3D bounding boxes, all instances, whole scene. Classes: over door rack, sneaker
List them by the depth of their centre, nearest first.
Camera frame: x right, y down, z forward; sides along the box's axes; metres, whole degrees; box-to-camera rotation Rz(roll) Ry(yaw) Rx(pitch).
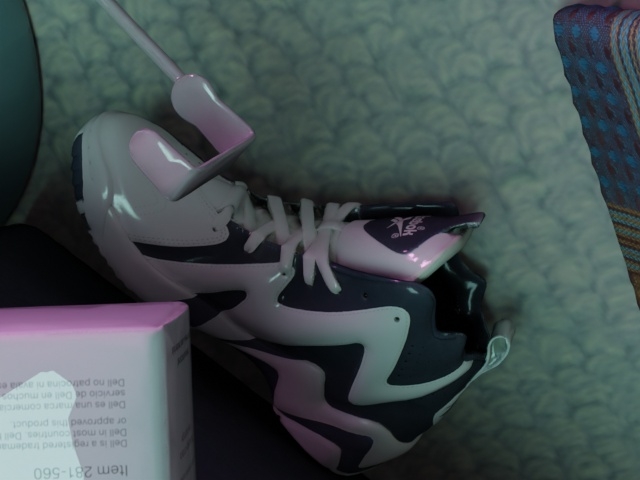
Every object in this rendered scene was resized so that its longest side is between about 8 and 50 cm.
[{"bbox_3d":[-0.062,-0.214,0.649,0.324,0.108,0.239,53,126,15],"label":"over door rack"},{"bbox_3d":[0.000,0.000,0.764,0.153,0.094,0.235,-35,100,32],"label":"sneaker"}]

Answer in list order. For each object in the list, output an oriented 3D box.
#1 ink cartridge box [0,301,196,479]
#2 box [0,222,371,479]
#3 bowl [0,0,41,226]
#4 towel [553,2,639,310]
[{"bbox_3d":[-0.124,0.137,0.561,0.160,0.092,0.219,-2,93,2],"label":"ink cartridge box"},{"bbox_3d":[-0.129,0.321,0.762,0.480,0.297,0.472,38,96,0],"label":"box"},{"bbox_3d":[-0.321,-0.079,0.815,0.311,0.163,0.312,9,120,17],"label":"bowl"},{"bbox_3d":[0.227,0.044,0.584,0.040,0.370,0.271,-26,111,-15],"label":"towel"}]
